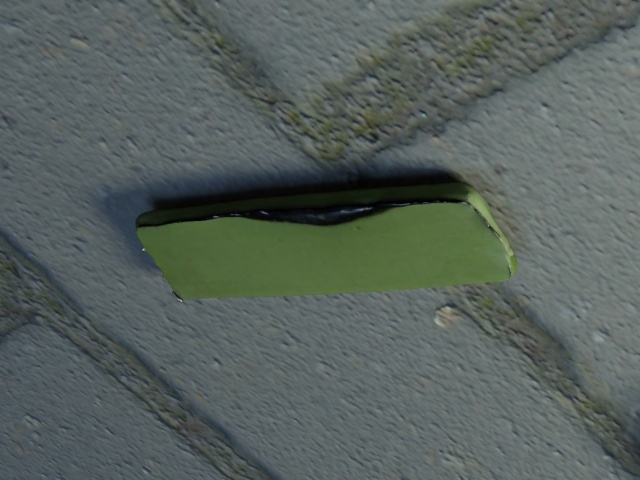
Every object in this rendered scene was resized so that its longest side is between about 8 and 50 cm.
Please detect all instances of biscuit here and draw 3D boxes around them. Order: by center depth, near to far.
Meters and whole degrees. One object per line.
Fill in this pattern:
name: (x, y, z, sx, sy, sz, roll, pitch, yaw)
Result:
biscuit: (0.000, 0.000, 1.451, 0.322, 0.038, 0.099, -5, 134, 36)
